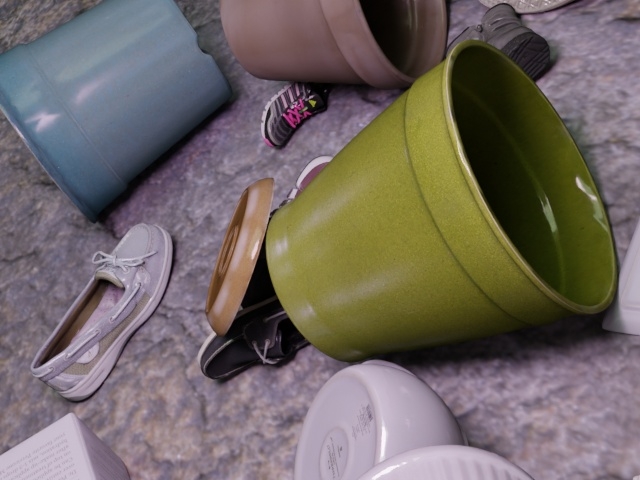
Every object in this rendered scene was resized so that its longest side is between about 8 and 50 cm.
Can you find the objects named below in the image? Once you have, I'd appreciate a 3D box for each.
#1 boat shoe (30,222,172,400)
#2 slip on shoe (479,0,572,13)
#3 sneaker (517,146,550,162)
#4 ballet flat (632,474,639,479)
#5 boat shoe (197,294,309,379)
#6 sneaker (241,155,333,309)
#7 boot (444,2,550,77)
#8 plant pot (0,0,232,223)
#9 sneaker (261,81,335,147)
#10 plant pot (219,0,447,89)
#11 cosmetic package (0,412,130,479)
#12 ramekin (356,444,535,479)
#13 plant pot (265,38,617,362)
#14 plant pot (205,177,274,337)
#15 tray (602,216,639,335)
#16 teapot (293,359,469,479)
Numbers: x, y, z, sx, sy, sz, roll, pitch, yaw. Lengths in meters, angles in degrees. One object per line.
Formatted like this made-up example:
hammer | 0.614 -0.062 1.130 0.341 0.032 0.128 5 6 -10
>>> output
boat shoe | -0.349 0.102 1.917 0.118 0.103 0.320 17 70 42
slip on shoe | 0.383 -0.433 1.817 0.331 0.123 0.101 -13 20 33
sneaker | 0.244 -0.152 1.699 0.225 0.088 0.092 19 61 20
ballet flat | 0.353 0.299 1.307 0.203 0.074 0.074 -43 44 3
boat shoe | -0.077 0.139 1.713 0.233 0.084 0.079 -30 42 10
sneaker | 0.000 0.000 1.752 0.163 0.106 0.281 16 68 38
boot | 0.227 -0.252 1.816 0.246 0.083 0.161 -38 32 5
plant pot | -0.357 -0.262 2.060 0.334 0.341 0.341 -36 44 -4
sneaker | -0.034 -0.226 1.969 0.075 0.063 0.170 13 61 47
plant pot | 0.005 -0.375 1.869 0.280 0.323 0.323 -9 54 30
cosmetic package | -0.333 0.478 1.568 0.230 0.161 0.453 -31 45 1
ramekin | 0.136 0.363 1.251 0.273 0.273 0.127 -36 12 7
plant pot | 0.131 -0.013 1.528 0.353 0.366 0.366 -28 45 31
plant pot | -0.118 0.019 1.663 0.236 0.032 0.236 -162 90 -79
tray | 0.455 -0.001 1.486 0.145 0.030 0.270 7 62 39
teapot | 0.094 0.272 1.433 0.252 0.187 0.256 -6 72 63
